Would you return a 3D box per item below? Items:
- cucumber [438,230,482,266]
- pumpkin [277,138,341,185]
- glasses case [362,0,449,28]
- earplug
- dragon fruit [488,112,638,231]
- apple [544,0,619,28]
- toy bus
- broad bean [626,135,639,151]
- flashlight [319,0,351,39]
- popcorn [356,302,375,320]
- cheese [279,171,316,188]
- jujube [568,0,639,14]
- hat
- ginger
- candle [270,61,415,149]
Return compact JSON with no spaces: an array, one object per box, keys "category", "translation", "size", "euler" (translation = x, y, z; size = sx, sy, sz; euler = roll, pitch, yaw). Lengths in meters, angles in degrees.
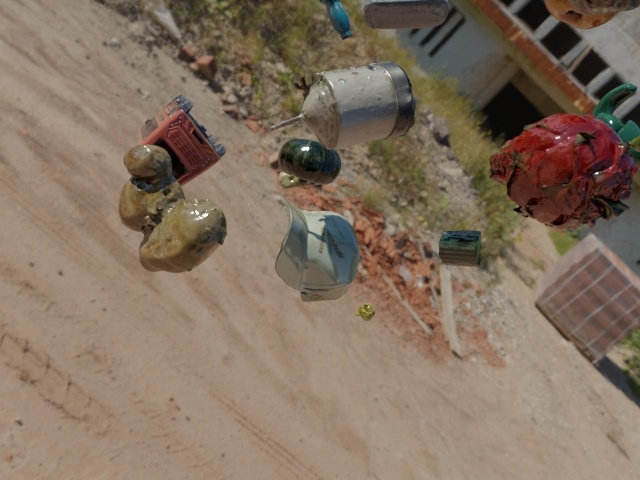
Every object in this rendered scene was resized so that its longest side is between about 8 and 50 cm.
[{"category":"cucumber","translation":[0.394,0.032,1.653],"size":[0.062,0.115,0.117],"euler":[-54,135,-41]},{"category":"pumpkin","translation":[-0.036,-0.249,1.908],"size":[0.211,0.152,0.211],"euler":[6,0,0]},{"category":"glasses case","translation":[0.277,-0.744,1.930],"size":[0.109,0.282,0.067],"euler":[87,-1,-55]},{"category":"earplug","translation":[1.016,-0.356,1.994],"size":[0.280,0.257,0.164],"euler":[47,-17,17]},{"category":"dragon fruit","translation":[0.500,-0.145,1.250],"size":[0.298,0.245,0.244],"euler":[8,0,31]},{"category":"apple","translation":[0.748,-0.713,1.662],"size":[0.242,0.241,0.242],"euler":[30,-11,6]},{"category":"toy bus","translation":[-0.462,-0.312,1.904],"size":[0.203,0.233,0.427],"euler":[53,-4,-23]},{"category":"broad bean","translation":[0.682,-0.214,1.198],"size":[0.052,0.052,0.256],"euler":[17,3,11]},{"category":"flashlight","translation":[0.032,-0.525,1.367],"size":[0.129,0.051,0.051],"euler":[66,17,-10]},{"category":"popcorn","translation":[0.168,0.271,2.247],"size":[0.059,0.083,0.068],"euler":[8,80,-48]},{"category":"cheese","translation":[-0.048,-0.220,2.060],"size":[0.043,0.193,0.065],"euler":[-152,-126,-77]},{"category":"jujube","translation":[0.653,-0.682,1.366],"size":[0.226,0.225,0.317],"euler":[-39,121,-71]},{"category":"hat","translation":[-0.005,0.002,1.519],"size":[0.301,0.167,0.258],"euler":[44,42,-60]},{"category":"ginger","translation":[-0.363,-0.066,1.366],"size":[0.304,0.244,0.155],"euler":[51,32,1]},{"category":"candle","translation":[0.048,-0.307,1.388],"size":[0.330,0.187,0.187],"euler":[-15,51,-20]}]
